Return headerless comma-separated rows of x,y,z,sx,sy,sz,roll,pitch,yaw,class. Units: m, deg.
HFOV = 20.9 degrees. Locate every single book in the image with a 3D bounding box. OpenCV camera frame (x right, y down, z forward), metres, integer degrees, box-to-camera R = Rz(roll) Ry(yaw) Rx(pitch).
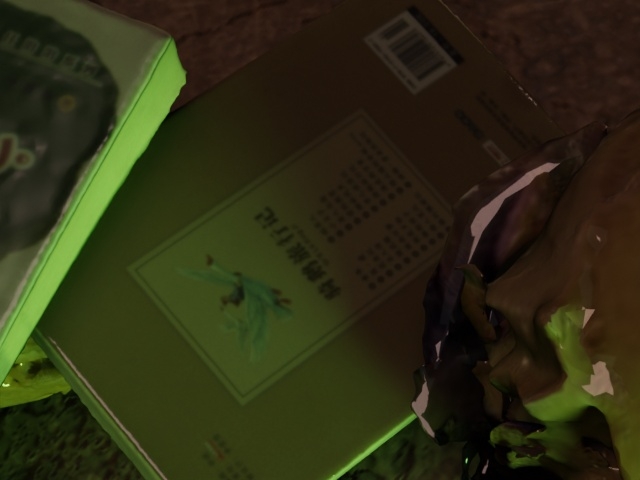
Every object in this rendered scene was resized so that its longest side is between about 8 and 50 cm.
0.000,0.000,0.935,0.310,0.021,0.217,-35,74,-23,book
-0.263,0.011,0.876,0.260,0.043,0.371,21,70,15,book

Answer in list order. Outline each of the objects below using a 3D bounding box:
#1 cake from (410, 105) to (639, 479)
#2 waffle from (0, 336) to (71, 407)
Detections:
0.207,0.077,0.808,0.321,0.332,0.332,-21,56,43,cake
-0.234,-0.054,1.021,0.224,0.098,0.328,-14,64,1,waffle
